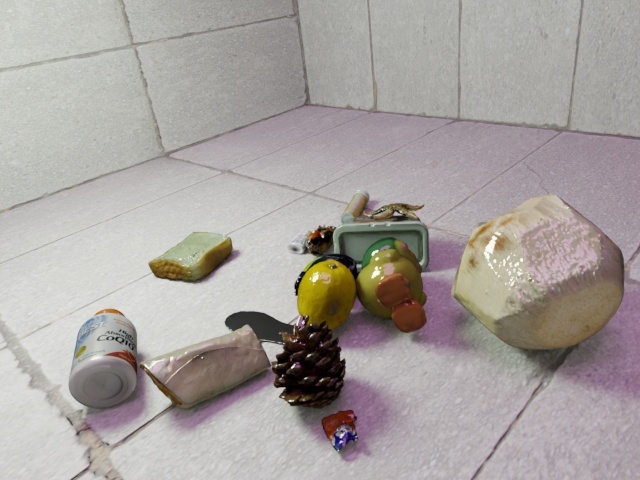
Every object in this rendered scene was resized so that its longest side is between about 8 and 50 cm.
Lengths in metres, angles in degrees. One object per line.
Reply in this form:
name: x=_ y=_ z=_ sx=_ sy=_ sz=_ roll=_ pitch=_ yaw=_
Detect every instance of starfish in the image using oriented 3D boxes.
starfish: x=0.239 y=-0.095 z=1.676 sx=0.208 sy=0.053 sz=0.176 roll=-2 pitch=19 yaw=42

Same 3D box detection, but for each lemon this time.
lemon: x=0.016 y=0.159 z=1.400 sx=0.170 sy=0.207 sz=0.170 roll=15 pitch=9 yaw=-3

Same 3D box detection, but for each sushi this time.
sushi: x=-0.003 y=0.000 z=1.820 sx=0.103 sy=0.097 sz=0.226 roll=17 pitch=21 yaw=27

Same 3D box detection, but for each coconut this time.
coconut: x=0.533 y=0.077 z=1.273 sx=0.416 sy=0.344 sz=0.415 roll=-6 pitch=31 yaw=4

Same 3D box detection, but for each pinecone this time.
pinecone: x=-0.027 y=0.288 z=1.166 sx=0.179 sy=0.204 sz=0.184 roll=-11 pitch=12 yaw=-14

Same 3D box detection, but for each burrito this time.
burrito: x=-0.286 y=0.322 z=1.250 sx=0.300 sy=0.143 sz=0.105 roll=-17 pitch=-4 yaw=-26

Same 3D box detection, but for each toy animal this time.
toy animal: x=0.197 y=0.119 z=1.446 sx=0.191 sy=0.216 sz=0.338 roll=-29 pitch=20 yaw=18

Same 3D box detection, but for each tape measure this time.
tape measure: x=0.029 y=0.114 z=1.583 sx=0.199 sy=0.112 sz=0.186 roll=5 pitch=28 yaw=20

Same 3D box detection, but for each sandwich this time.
sandwich: x=-0.474 y=0.054 z=1.848 sx=0.226 sy=0.087 sz=0.251 roll=9 pitch=32 yaw=26

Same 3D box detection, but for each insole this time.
insole: x=-0.139 y=0.263 z=1.451 sx=0.349 sy=0.009 sz=0.119 roll=8 pitch=33 yaw=27

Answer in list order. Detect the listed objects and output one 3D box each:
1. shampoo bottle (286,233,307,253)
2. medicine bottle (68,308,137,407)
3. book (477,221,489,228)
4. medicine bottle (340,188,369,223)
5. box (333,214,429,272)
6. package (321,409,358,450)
shampoo bottle: x=-0.076 y=0.009 z=1.875 sx=0.072 sy=0.043 sz=0.099 roll=7 pitch=31 yaw=24
medicine bottle: x=-0.578 y=0.299 z=1.335 sx=0.157 sy=0.156 sz=0.288 roll=-15 pitch=29 yaw=-13
book: x=0.718 y=0.016 z=1.663 sx=0.371 sy=0.043 sz=0.260 roll=2 pitch=30 yaw=17
medicine bottle: x=0.144 y=-0.136 z=2.066 sx=0.074 sy=0.073 sz=0.218 roll=3 pitch=32 yaw=20
box: x=0.212 y=-0.002 z=1.707 sx=0.312 sy=0.175 sz=0.182 roll=-2 pitch=19 yaw=10
package: x=0.049 y=0.416 z=1.090 sx=0.077 sy=0.033 sz=0.110 roll=-35 pitch=17 yaw=-2
